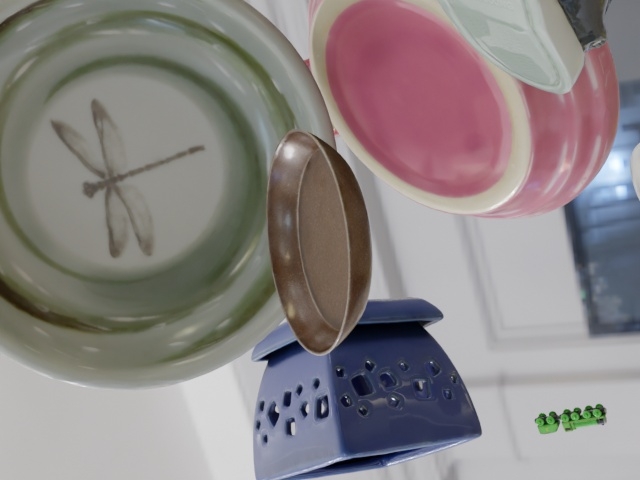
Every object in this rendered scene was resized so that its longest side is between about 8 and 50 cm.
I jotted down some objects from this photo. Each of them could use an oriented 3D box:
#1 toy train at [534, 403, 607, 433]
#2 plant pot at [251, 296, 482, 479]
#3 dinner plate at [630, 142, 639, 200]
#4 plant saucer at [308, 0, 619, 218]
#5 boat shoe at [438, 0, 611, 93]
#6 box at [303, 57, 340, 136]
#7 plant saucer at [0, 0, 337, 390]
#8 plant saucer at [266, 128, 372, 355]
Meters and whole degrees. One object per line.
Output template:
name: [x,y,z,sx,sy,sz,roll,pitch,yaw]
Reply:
toy train: [0.274,0.196,1.359,0.017,0.083,0.024,-45,-64,-56]
plant pot: [0.046,0.201,1.702,0.236,0.236,0.212,-1,-107,-34]
dinner plate: [0.255,-0.010,0.809,0.017,0.141,0.141,-44,-49,-16]
plant saucer: [0.109,-0.148,1.146,0.084,0.332,0.332,-42,-56,-33]
boat shoe: [0.090,-0.188,0.643,0.091,0.114,0.302,-57,-27,-8]
box: [0.095,-0.246,1.895,0.122,0.256,0.128,-24,-83,-69]
plant saucer: [-0.185,-0.061,1.194,0.100,0.400,0.400,-126,23,-77]
plant saucer: [0.000,0.000,0.925,0.029,0.168,0.168,-8,-89,-21]
